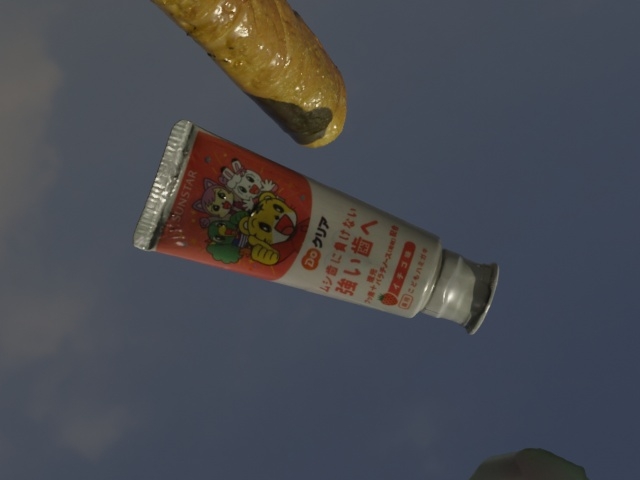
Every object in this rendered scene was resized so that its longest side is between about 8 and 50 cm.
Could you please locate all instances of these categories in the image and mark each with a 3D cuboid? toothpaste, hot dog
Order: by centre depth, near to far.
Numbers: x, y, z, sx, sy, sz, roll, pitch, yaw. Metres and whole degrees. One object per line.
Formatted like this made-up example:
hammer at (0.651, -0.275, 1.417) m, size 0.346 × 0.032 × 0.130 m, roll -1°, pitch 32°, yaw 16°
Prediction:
toothpaste at (0.000, 0.000, 1.166) m, size 0.057 × 0.234 × 0.089 m, roll -145°, pitch -106°, yaw -84°
hot dog at (-0.054, -0.146, 1.200) m, size 0.061 × 0.286 × 0.088 m, roll -18°, pitch -115°, yaw 21°

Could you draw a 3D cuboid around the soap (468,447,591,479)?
soap at (0.202, 0.304, 1.694) m, size 0.109 × 0.193 × 0.324 m, roll -37°, pitch -178°, yaw -20°
